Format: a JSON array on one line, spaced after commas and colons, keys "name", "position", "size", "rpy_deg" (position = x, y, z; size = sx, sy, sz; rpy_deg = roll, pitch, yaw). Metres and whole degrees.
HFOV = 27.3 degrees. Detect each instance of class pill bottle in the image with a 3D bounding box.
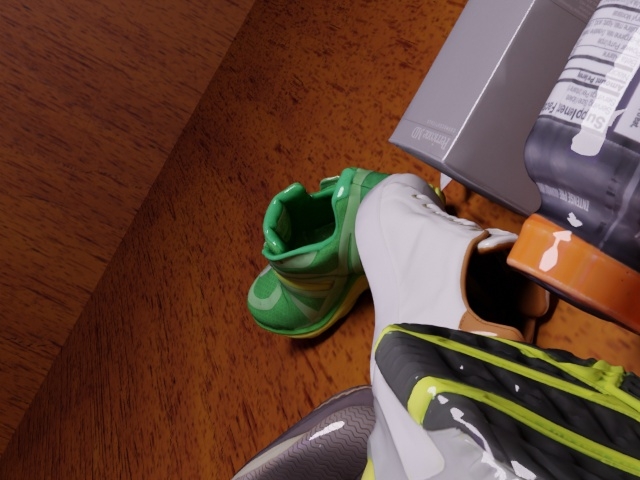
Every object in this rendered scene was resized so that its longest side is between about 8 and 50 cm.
[{"name": "pill bottle", "position": [0.191, -0.074, 0.686], "size": [0.245, 0.130, 0.130], "rpy_deg": [-62, 16, 1]}]

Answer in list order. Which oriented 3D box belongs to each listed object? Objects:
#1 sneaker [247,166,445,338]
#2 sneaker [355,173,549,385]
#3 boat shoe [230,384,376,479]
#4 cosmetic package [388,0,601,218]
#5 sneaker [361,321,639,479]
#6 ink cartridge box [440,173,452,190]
[{"name": "sneaker", "position": [0.000, 0.000, 1.169], "size": [0.295, 0.123, 0.109], "rpy_deg": [-38, 29, 57]}, {"name": "sneaker", "position": [0.100, 0.025, 0.903], "size": [0.123, 0.106, 0.290], "rpy_deg": [-37, 27, 19]}, {"name": "boat shoe", "position": [-0.013, 0.186, 0.822], "size": [0.130, 0.132, 0.355], "rpy_deg": [-68, 5, -45]}, {"name": "cosmetic package", "position": [0.160, -0.142, 0.949], "size": [0.238, 0.107, 0.127], "rpy_deg": [-59, 19, 0]}, {"name": "sneaker", "position": [0.088, 0.144, 0.357], "size": [0.384, 0.145, 0.147], "rpy_deg": [-113, 36, -76]}, {"name": "ink cartridge box", "position": [0.129, -0.090, 1.090], "size": [0.063, 0.029, 0.115], "rpy_deg": [-49, 22, 38]}]
